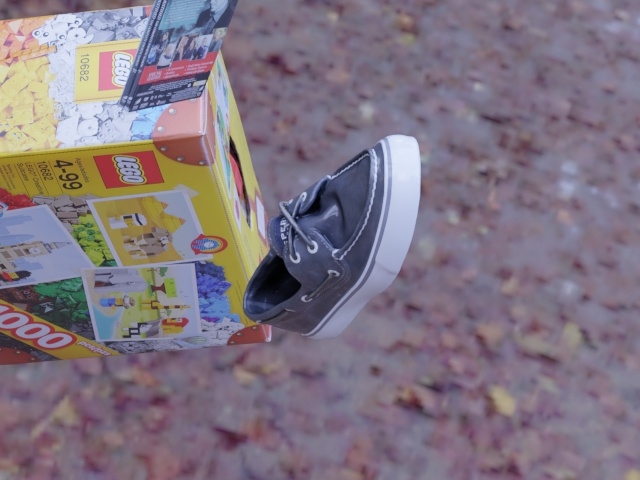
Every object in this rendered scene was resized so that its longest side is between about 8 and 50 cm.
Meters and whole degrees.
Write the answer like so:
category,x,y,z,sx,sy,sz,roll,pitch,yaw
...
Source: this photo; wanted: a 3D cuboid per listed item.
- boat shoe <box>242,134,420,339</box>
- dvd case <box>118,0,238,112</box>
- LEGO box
category,x,y,z,sx,sy,sz,roll,pitch,yaw
boat shoe,0.000,0.000,1.133,0.076,0.228,0.080,5,66,-16
dvd case,-0.093,-0.148,1.211,0.013,0.119,0.087,36,29,22
LEGO box,-0.276,-0.052,2.103,0.372,0.500,0.193,-5,60,5
